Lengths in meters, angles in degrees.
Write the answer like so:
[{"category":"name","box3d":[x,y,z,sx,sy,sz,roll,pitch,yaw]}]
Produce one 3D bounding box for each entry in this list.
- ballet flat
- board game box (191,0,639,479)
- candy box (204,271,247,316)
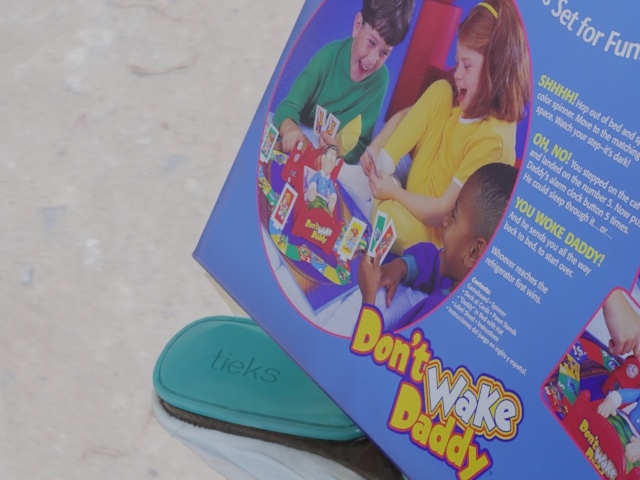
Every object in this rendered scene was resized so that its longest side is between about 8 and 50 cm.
[{"category":"ballet flat","box3d":[0.070,0.135,0.911,0.139,0.400,0.139,-16,111,-49]},{"category":"board game box","box3d":[0.094,-0.011,0.643,0.078,0.347,0.233,13,109,-38]},{"category":"candy box","box3d":[0.000,0.000,1.297,0.088,0.316,0.183,30,82,10]}]
